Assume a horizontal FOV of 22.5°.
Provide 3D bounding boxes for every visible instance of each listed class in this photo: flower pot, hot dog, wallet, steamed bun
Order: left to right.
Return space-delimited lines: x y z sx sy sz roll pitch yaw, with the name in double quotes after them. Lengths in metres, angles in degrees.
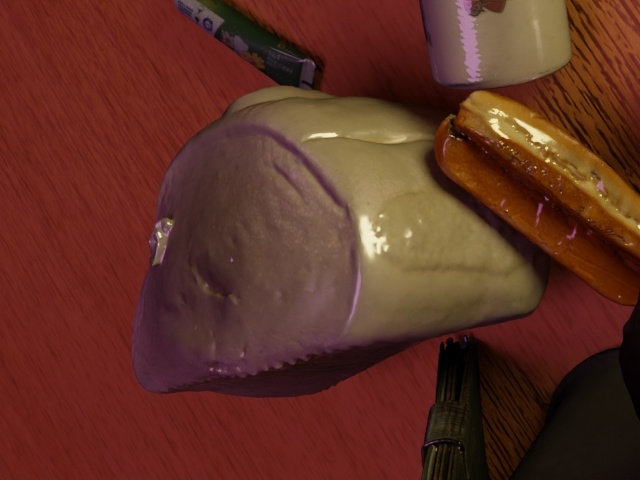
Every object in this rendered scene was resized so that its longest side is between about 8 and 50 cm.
-0.003 -0.003 1.370 0.383 0.247 0.236 -24 71 53 "steamed bun"
0.113 0.220 1.333 0.044 0.317 0.169 -6 113 11 "wallet"
0.189 -0.028 1.210 0.235 0.062 0.092 38 133 -13 "hot dog"
0.238 0.237 1.276 0.269 0.166 0.269 29 132 37 "flower pot"

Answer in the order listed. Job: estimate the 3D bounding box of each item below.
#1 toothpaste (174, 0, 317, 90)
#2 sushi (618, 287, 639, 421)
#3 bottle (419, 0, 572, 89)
-0.078 -0.196 1.515 0.204 0.031 0.049 38 137 29 "toothpaste"
0.360 0.079 0.929 0.299 0.294 0.281 16 125 46 "sushi"
0.117 -0.235 1.191 0.110 0.110 0.233 9 117 48 "bottle"
